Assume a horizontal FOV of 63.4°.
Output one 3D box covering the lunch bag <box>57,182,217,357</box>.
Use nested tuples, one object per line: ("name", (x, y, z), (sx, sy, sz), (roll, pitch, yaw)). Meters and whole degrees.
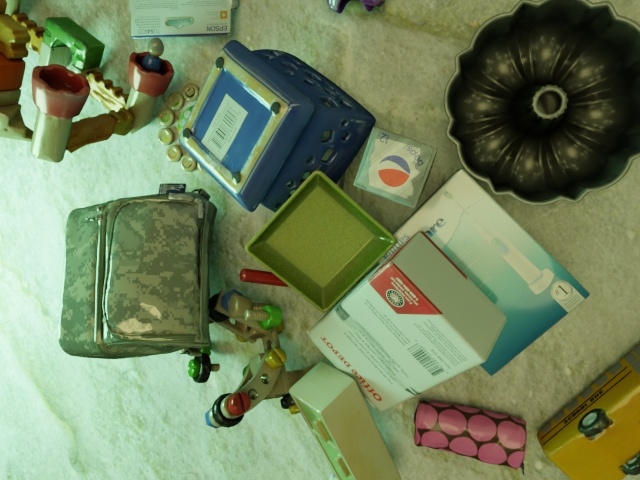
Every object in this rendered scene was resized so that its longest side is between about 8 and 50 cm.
("lunch bag", (-0.316, 0.064, 0.968), (0.255, 0.212, 0.305), (-7, 74, 19))

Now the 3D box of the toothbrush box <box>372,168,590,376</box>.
("toothbrush box", (0.274, 0.049, 0.923), (0.295, 0.126, 0.216), (44, 104, 4))

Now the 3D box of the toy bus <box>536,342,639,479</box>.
("toy bus", (0.541, 0.286, 0.892), (0.108, 0.130, 0.333), (43, 103, 5))

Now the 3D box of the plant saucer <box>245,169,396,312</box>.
("plant saucer", (0.000, 0.000, 0.892), (0.188, 0.045, 0.188), (40, 105, -16))

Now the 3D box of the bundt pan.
("bundt pan", (0.374, -0.225, 0.872), (0.330, 0.124, 0.331), (2, 97, 13))

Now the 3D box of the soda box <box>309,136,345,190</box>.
("soda box", (0.011, -0.105, 0.996), (0.062, 0.058, 0.183), (8, 97, 11))

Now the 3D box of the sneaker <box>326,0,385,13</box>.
("sneaker", (0.105, -0.469, 0.923), (0.236, 0.095, 0.105), (-7, 102, 17))

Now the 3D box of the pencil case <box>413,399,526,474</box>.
("pencil case", (0.279, 0.369, 0.981), (0.209, 0.095, 0.098), (11, 119, 13))

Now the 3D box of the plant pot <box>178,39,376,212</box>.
("plant pot", (-0.089, -0.186, 0.885), (0.236, 0.212, 0.236), (44, 114, 22))

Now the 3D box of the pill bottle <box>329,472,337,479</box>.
("pill bottle", (0.059, 0.507, 1.064), (0.083, 0.043, 0.044), (5, 97, 12))

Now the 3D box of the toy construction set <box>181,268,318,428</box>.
("toy construction set", (-0.090, 0.197, 0.994), (0.237, 0.257, 0.309), (9, 123, -32))

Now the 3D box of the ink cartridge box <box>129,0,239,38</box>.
("ink cartridge box", (-0.268, -0.509, 1.015), (0.223, 0.045, 0.224), (4, 98, 12))

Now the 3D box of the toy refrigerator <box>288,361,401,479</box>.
("toy refrigerator", (0.046, 0.365, 0.957), (0.094, 0.102, 0.270), (-36, 118, -26))

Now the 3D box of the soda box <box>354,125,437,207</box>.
("soda box", (0.130, -0.117, 0.852), (0.098, 0.286, 0.091), (21, 100, 7))

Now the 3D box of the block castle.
("block castle", (-0.530, -0.373, 0.939), (0.453, 0.303, 0.213), (38, 125, 6))

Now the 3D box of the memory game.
("memory game", (-0.251, -0.229, 1.061), (0.186, 0.012, 0.186), (1, 97, 11))

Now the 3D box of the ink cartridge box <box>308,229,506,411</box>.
("ink cartridge box", (0.131, 0.145, 0.865), (0.197, 0.114, 0.273), (47, 136, 4))
